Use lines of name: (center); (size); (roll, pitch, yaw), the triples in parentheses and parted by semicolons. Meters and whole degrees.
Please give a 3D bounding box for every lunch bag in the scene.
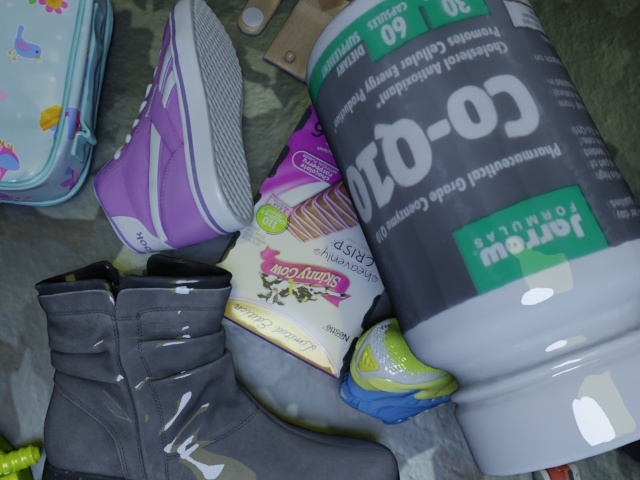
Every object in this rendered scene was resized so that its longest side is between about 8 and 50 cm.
lunch bag: (-0.328, -0.168, 0.613); (0.224, 0.108, 0.279); (7, 80, -7)

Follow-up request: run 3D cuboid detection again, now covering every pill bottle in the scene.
pill bottle: (0.137, -0.020, 0.499); (0.204, 0.204, 0.361); (-19, 74, -8)

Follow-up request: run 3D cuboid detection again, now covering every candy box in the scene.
candy box: (0.000, 0.000, 0.635); (0.159, 0.071, 0.233); (28, 79, -1)

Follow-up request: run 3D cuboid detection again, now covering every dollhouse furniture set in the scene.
dollhouse furniture set: (-0.044, -0.279, 0.638); (0.144, 0.151, 0.123); (29, 79, 2)

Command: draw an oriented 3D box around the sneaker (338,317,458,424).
sneaker: (0.119, 0.127, 0.626); (0.240, 0.126, 0.091); (7, 50, -31)

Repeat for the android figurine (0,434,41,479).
android figurine: (-0.380, 0.269, 0.553); (0.273, 0.056, 0.248); (-16, 81, -10)

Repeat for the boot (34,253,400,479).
boot: (-0.089, 0.131, 0.544); (0.338, 0.118, 0.223); (3, 97, -2)

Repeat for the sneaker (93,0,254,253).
sneaker: (-0.164, -0.121, 0.627); (0.161, 0.102, 0.282); (-17, 61, 20)

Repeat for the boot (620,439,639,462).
boot: (0.436, 0.196, 0.648); (0.305, 0.112, 0.115); (18, 48, 2)

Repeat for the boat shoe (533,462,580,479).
boat shoe: (0.254, 0.296, 0.623); (0.043, 0.049, 0.137); (-7, 76, -9)
